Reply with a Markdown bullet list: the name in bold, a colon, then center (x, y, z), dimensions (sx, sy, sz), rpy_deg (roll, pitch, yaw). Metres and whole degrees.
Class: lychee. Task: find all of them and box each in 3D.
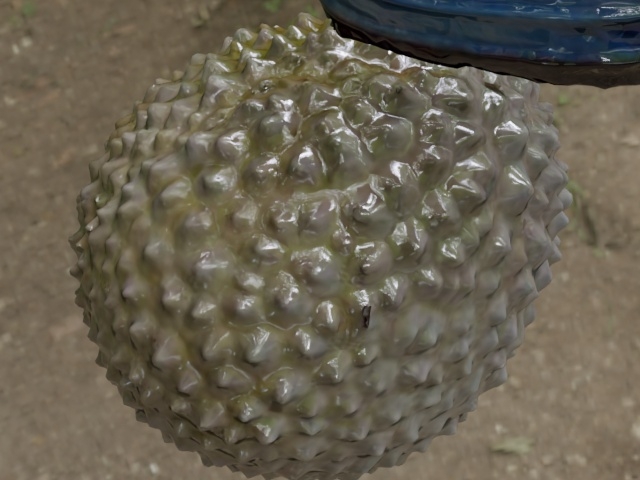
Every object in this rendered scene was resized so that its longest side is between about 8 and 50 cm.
- **lychee**: center (0.000, 0.000, 0.957), dimensions (0.432, 0.380, 0.380), rpy_deg (-50, 5, 35)

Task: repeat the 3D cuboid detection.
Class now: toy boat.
- **toy boat**: center (0.090, -0.166, 0.607), dimensions (0.309, 0.142, 0.129), rpy_deg (19, 37, 39)
